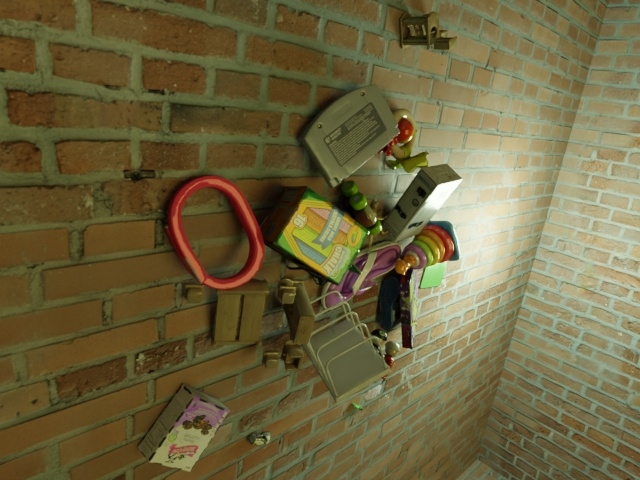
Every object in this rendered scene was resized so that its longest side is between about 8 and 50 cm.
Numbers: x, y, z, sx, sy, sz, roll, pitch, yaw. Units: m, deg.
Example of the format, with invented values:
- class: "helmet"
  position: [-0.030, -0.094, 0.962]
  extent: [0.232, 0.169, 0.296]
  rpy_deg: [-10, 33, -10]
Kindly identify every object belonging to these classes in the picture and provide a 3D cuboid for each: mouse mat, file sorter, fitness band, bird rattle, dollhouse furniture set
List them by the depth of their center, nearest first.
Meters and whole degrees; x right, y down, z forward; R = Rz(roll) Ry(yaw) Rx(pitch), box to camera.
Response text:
- class: "fitness band"
  position: [-0.253, -0.015, 1.103]
  extent: [0.209, 0.054, 0.291]
  rpy_deg: [-36, 115, -31]
- class: "dollhouse furniture set"
  position: [-0.215, 0.218, 1.303]
  extent: [0.355, 0.174, 0.303]
  rpy_deg: [3, 120, -18]
- class: "dollhouse furniture set"
  position: [0.369, -0.672, 1.406]
  extent: [0.161, 0.181, 0.101]
  rpy_deg: [-34, 129, -31]
- class: "file sorter"
  position: [0.056, 0.319, 1.423]
  extent: [0.192, 0.278, 0.173]
  rpy_deg: [-26, 124, -12]
- class: "bird rattle"
  position: [0.254, -0.345, 1.517]
  extent: [0.253, 0.143, 0.207]
  rpy_deg: [32, 72, -36]
- class: "mouse mat"
  position: [0.527, 0.148, 2.079]
  extent: [0.189, 0.007, 0.153]
  rpy_deg: [1, 107, -46]

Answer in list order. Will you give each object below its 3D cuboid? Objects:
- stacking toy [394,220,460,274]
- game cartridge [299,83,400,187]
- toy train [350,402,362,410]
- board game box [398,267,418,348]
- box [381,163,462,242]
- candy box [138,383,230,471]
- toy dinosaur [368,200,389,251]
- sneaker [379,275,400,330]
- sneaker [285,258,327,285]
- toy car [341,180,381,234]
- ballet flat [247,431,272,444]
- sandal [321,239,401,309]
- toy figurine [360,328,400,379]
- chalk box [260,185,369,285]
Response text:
- class: "stacking toy"
  position: [0.386, 0.053, 1.738]
  extent: [0.301, 0.165, 0.175]
  rpy_deg: [-29, 107, -34]
- class: "game cartridge"
  position: [0.085, -0.317, 1.308]
  extent: [0.294, 0.060, 0.196]
  rpy_deg: [-40, 114, -18]
- class: "toy train"
  position: [0.157, 0.716, 1.932]
  extent: [0.017, 0.023, 0.083]
  rpy_deg: [-58, 139, -10]
- class: "board game box"
  position: [0.370, 0.252, 1.867]
  extent: [0.208, 0.056, 0.347]
  rpy_deg: [-54, 143, -50]
- class: "box"
  position: [0.358, -0.132, 1.616]
  extent: [0.169, 0.087, 0.290]
  rpy_deg: [-17, 148, -41]
- class: "candy box"
  position: [-0.373, 0.523, 1.248]
  extent: [0.196, 0.070, 0.165]
  rpy_deg: [-56, 138, -13]
- class: "toy dinosaur"
  position: [0.195, -0.049, 1.616]
  extent: [0.092, 0.053, 0.183]
  rpy_deg: [4, 95, -34]
- class: "sneaker"
  position: [0.289, 0.247, 1.828]
  extent: [0.090, 0.081, 0.233]
  rpy_deg: [-21, 123, -56]
- class: "sneaker"
  position: [-0.021, 0.094, 1.419]
  extent: [0.216, 0.079, 0.121]
  rpy_deg: [-15, 117, -43]
- class: "toy car"
  position: [0.075, -0.067, 1.444]
  extent: [0.188, 0.149, 0.155]
  rpy_deg: [-32, 131, 5]
- class: "ballet flat"
  position: [-0.199, 0.678, 1.528]
  extent: [0.114, 0.041, 0.041]
  rpy_deg: [25, 89, -49]
- class: "sandal"
  position: [0.168, 0.114, 1.611]
  extent: [0.416, 0.102, 0.170]
  rpy_deg: [-33, 129, -33]
- class: "toy figurine"
  position: [0.168, 0.396, 1.660]
  extent: [0.213, 0.209, 0.148]
  rpy_deg: [41, 70, -47]
- class: "chalk box"
  position: [0.000, 0.000, 1.248]
  extent: [0.288, 0.180, 0.179]
  rpy_deg: [34, 81, -24]
